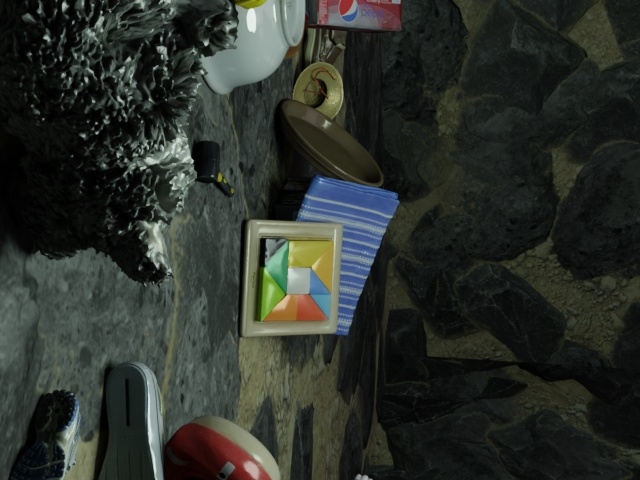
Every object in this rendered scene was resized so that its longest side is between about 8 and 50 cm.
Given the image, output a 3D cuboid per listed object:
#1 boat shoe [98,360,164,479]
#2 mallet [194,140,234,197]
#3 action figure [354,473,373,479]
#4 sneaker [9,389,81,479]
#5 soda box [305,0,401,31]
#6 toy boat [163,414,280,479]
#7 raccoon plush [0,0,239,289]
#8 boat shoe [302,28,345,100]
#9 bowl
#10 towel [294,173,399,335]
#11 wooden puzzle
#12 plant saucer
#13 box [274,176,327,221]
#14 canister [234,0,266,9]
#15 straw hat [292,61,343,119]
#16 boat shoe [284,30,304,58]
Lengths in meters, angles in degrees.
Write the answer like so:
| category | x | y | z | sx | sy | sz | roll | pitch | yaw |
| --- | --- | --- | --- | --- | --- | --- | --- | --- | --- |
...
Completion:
| category | x | y | z | sx | sy | sz | roll | pitch | yaw |
| --- | --- | --- | --- | --- | --- | --- | --- | --- | --- |
| boat shoe | -0.219 | 0.262 | 1.040 | 0.076 | 0.083 | 0.226 | 41 | 51 | -74 |
| mallet | -0.166 | -0.113 | 1.380 | 0.189 | 0.039 | 0.062 | 42 | 48 | -81 |
| action figure | -0.028 | 0.480 | 1.306 | 0.276 | 0.370 | 0.248 | 54 | 39 | -71 |
| sneaker | -0.271 | 0.224 | 0.867 | 0.058 | 0.052 | 0.135 | 85 | 13 | -51 |
| soda box | 0.063 | -0.523 | 1.944 | 0.263 | 0.092 | 0.084 | -7 | 102 | -40 |
| toy boat | -0.158 | 0.330 | 1.069 | 0.231 | 0.151 | 0.151 | -52 | 180 | 35 |
| raccoon plush | -0.265 | -0.117 | 0.708 | 0.446 | 0.216 | 0.299 | 6 | 100 | -50 |
| boat shoe | 0.011 | -0.454 | 2.025 | 0.095 | 0.095 | 0.258 | -58 | 148 | -68 |
| bowl | -0.104 | -0.385 | 1.380 | 0.298 | 0.134 | 0.298 | 2 | 90 | -79 |
| towel | 0.023 | 0.039 | 1.754 | 0.243 | 0.040 | 0.336 | 10 | 105 | -41 |
| wooden puzzle | -0.047 | 0.074 | 1.635 | 0.238 | 0.044 | 0.221 | 1 | 93 | -38 |
| plant saucer | 0.018 | -0.199 | 1.835 | 0.041 | 0.278 | 0.278 | -50 | -178 | 21 |
| box | 0.000 | 0.000 | 1.880 | 0.142 | 0.163 | 0.247 | -73 | 161 | -57 |
| canister | -0.142 | -0.411 | 1.171 | 0.170 | 0.073 | 0.126 | 18 | 73 | -49 |
| straw hat | -0.017 | -0.344 | 1.979 | 0.061 | 0.144 | 0.145 | 28 | -55 | 55 |
| boat shoe | -0.076 | -0.463 | 1.661 | 0.073 | 0.073 | 0.207 | 44 | -38 | 47 |
